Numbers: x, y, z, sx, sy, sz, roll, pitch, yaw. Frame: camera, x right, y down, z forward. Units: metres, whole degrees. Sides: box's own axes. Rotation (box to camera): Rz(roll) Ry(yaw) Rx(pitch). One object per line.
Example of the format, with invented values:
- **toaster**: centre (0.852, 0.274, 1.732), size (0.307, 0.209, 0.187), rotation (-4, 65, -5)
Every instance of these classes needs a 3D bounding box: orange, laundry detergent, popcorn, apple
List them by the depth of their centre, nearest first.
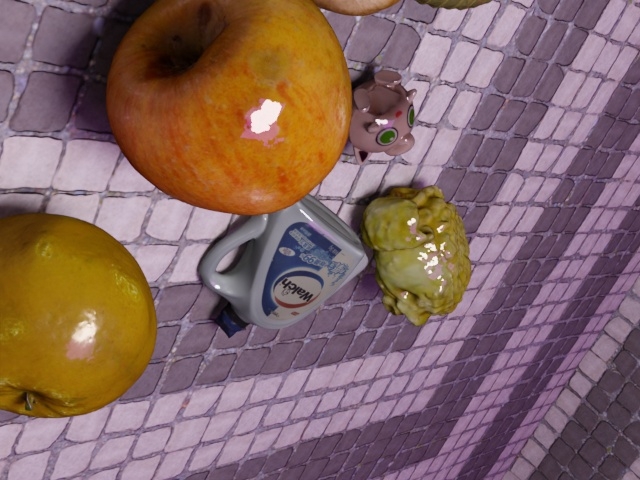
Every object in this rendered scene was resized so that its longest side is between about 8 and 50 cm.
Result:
- **apple**: centre (-0.098, -0.164, 1.019), size (0.299, 0.299, 0.275), rotation (-42, 138, -8)
- **orange**: centre (-0.339, 0.092, 1.056), size (0.279, 0.235, 0.279), rotation (2, 152, 1)
- **laundry detergent**: centre (-0.086, 0.052, 1.412), size (0.280, 0.105, 0.215), rotation (-41, 127, 17)
- **popcorn**: centre (0.187, 0.008, 1.605), size (0.286, 0.173, 0.225), rotation (66, 32, -30)

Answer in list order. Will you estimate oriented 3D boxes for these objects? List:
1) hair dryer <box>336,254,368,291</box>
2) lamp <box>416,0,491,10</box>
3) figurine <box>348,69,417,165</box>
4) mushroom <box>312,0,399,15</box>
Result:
- **hair dryer**: centre (0.000, 0.000, 1.517), size (0.131, 0.073, 0.236), rotation (-38, 136, -17)
- **lamp**: centre (0.153, -0.430, 1.099), size (0.284, 0.250, 0.250), rotation (9, 124, -12)
- **figurine**: centre (0.095, -0.196, 1.355), size (0.125, 0.125, 0.138), rotation (-36, 143, -16)
- **mushroom**: centre (0.029, -0.402, 0.976), size (0.146, 0.278, 0.278), rotation (-65, 175, -60)
